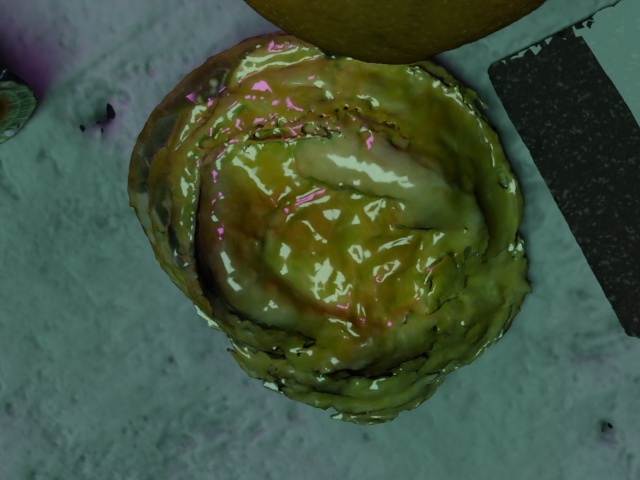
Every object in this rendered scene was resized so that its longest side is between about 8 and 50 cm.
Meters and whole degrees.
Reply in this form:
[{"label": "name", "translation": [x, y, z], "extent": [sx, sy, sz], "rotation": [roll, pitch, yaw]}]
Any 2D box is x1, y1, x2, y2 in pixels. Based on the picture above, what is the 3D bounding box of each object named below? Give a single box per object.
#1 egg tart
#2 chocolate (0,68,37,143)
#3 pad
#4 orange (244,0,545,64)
[{"label": "egg tart", "translation": [0.000, 0.000, 1.048], "extent": [0.297, 0.132, 0.297], "rotation": [5, 114, 12]}, {"label": "chocolate", "translation": [-0.322, -0.123, 1.090], "extent": [0.221, 0.221, 0.147], "rotation": [-28, 85, 28]}, {"label": "pad", "translation": [0.294, -0.083, 0.965], "extent": [0.330, 0.004, 0.220], "rotation": [-24, 101, 27]}, {"label": "orange", "translation": [0.037, -0.234, 0.872], "extent": [0.264, 0.264, 0.264], "rotation": [8, 114, 18]}]
